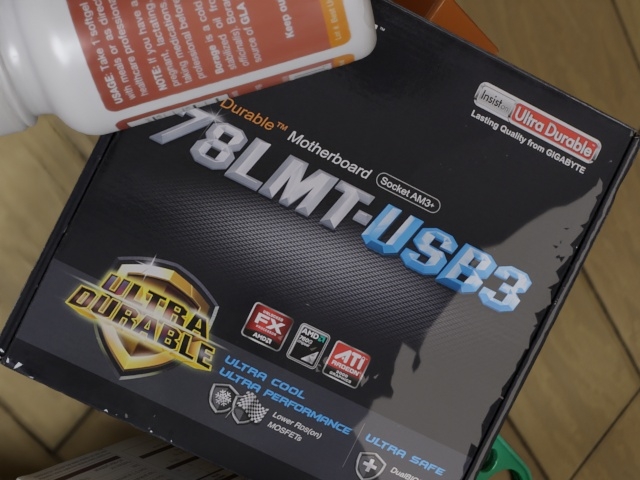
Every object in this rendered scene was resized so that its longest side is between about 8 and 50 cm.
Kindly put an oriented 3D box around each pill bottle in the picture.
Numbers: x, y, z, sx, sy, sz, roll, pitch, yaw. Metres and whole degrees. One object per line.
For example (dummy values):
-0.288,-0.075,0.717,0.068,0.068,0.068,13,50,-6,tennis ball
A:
-0.088,-0.127,0.740,0.216,0.121,0.121,-16,123,0,pill bottle

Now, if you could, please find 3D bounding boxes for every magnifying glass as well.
0.139,0.179,1.193,0.092,0.026,0.231,-32,126,-28,magnifying glass

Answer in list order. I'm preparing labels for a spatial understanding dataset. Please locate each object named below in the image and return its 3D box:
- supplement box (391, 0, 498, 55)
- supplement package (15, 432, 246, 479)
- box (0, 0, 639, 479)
0.019,-0.060,0.945,0.078,0.080,0.233,39,83,-42,supplement box
-0.109,0.274,0.876,0.204,0.145,0.262,-8,116,-69,supplement package
0.000,0.000,0.850,0.295,0.073,0.293,27,91,-8,box
